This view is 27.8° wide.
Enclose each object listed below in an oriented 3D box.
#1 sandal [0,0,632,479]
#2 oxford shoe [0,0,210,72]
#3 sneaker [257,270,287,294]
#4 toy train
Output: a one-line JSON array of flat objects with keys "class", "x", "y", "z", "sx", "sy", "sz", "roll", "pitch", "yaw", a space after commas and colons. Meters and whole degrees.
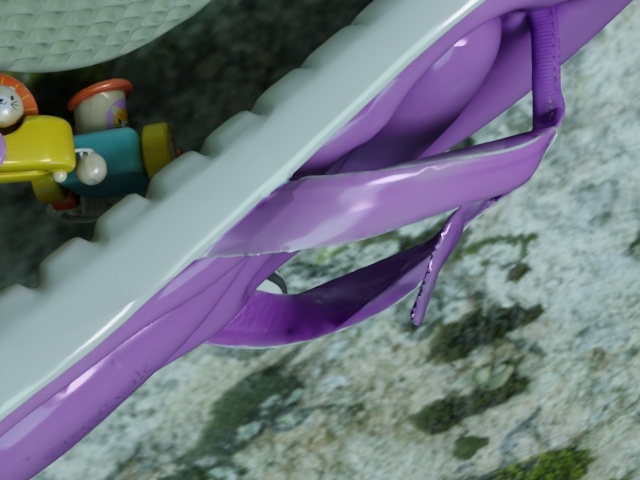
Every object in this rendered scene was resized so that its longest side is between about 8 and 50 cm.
[{"class": "sandal", "x": 0.001, "y": 0.002, "z": 0.531, "sx": 0.416, "sy": 0.102, "sz": 0.169, "roll": -37, "pitch": 171, "yaw": -4}, {"class": "oxford shoe", "x": -0.136, "y": -0.184, "z": 0.326, "sx": 0.169, "sy": 0.130, "sz": 0.449, "roll": -30, "pitch": 153, "yaw": 7}, {"class": "sneaker", "x": -0.062, "y": 0.029, "z": 0.631, "sx": 0.109, "sy": 0.043, "sz": 0.040, "roll": 5, "pitch": 127, "yaw": -34}, {"class": "toy train", "x": -0.134, "y": -0.035, "z": 0.509, "sx": 0.125, "sy": 0.046, "sz": 0.166, "roll": -13, "pitch": 173, "yaw": 42}]
